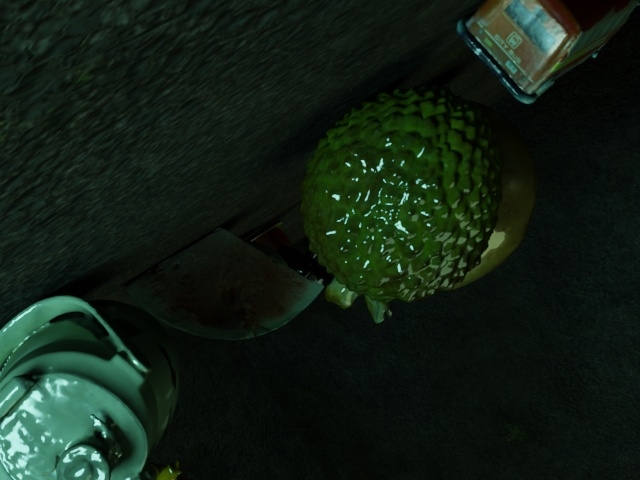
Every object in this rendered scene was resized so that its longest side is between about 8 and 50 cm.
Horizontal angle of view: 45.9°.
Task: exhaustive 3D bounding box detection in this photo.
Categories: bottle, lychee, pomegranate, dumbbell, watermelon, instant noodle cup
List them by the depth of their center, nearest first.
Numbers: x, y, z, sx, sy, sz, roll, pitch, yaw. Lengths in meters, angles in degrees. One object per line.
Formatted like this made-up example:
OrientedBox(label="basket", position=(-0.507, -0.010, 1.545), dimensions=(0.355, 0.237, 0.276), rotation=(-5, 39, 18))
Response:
OrientedBox(label="bottle", position=(-0.272, 0.178, 0.840), dimensions=(0.229, 0.229, 0.351), rotation=(-33, -174, -6))
OrientedBox(label="lychee", position=(0.100, -0.047, 0.957), dimensions=(0.270, 0.270, 0.320), rotation=(-33, -178, -34))
OrientedBox(label="watermelon", position=(-0.153, 0.075, 1.247), dimensions=(0.176, 0.260, 0.256), rotation=(-50, -172, 29))
OrientedBox(label="pomegranate", position=(0.182, -0.081, 1.265), dimensions=(0.338, 0.338, 0.338), rotation=(-34, 179, -1))
OrientedBox(label="dumbbell", position=(0.000, 0.000, 1.707), dimensions=(0.326, 0.143, 0.143), rotation=(-57, 175, 8))
OrientedBox(label="instant noodle cup", position=(-0.134, 0.080, 1.840), dimensions=(0.213, 0.174, 0.213), rotation=(-34, 180, 0))

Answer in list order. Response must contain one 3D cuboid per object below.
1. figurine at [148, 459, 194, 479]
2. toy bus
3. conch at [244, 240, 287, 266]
OrientedBox(label="figurine", position=(-0.198, 0.303, 0.856), dimensions=(0.122, 0.122, 0.176), rotation=(-4, -175, -21))
OrientedBox(label="toy bus", position=(0.277, -0.259, 0.872), dimensions=(0.265, 0.121, 0.120), rotation=(-32, 169, -44))
OrientedBox(label="conch", position=(-0.172, 0.072, 1.619), dimensions=(0.200, 0.131, 0.172), rotation=(21, -105, 43))
